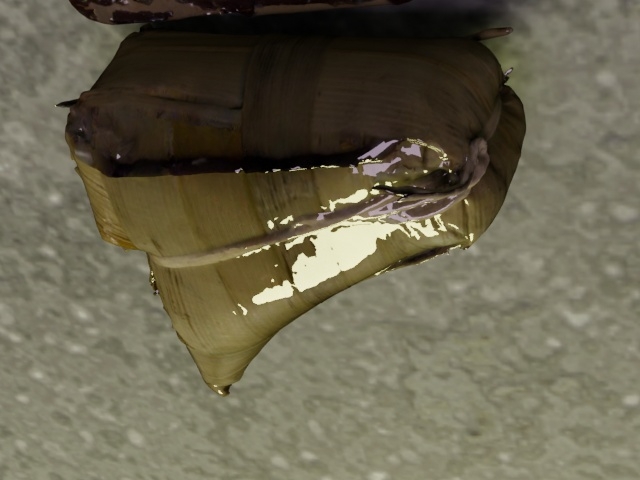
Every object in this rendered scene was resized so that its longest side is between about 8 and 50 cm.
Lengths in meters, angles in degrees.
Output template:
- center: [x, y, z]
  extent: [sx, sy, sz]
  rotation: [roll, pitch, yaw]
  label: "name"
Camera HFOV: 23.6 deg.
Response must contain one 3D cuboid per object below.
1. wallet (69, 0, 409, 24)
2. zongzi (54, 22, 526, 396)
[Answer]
- center: [-0.008, -0.143, 0.603]
  extent: [0.232, 0.031, 0.122]
  rotation: [-3, 127, 20]
  label: "wallet"
- center: [0.000, 0.000, 0.675]
  extent: [0.194, 0.099, 0.197]
  rotation: [2, 128, 25]
  label: "zongzi"
